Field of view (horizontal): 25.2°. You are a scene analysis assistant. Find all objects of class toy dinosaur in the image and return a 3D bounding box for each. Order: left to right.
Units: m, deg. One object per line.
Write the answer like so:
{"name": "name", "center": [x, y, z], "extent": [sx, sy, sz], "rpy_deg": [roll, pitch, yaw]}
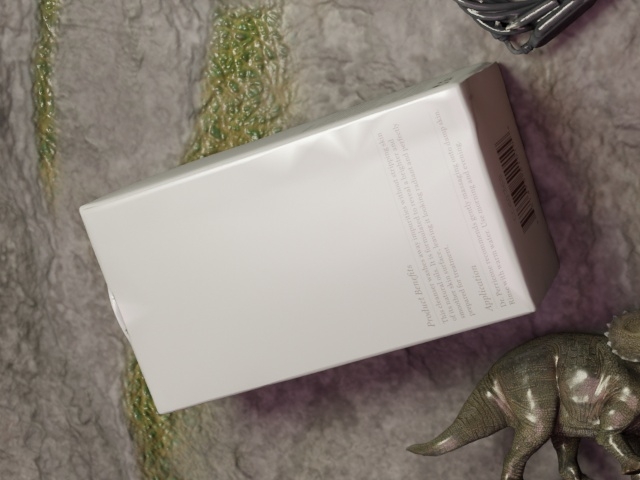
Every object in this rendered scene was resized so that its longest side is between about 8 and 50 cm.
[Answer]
{"name": "toy dinosaur", "center": [0.232, 0.145, 1.311], "extent": [0.313, 0.121, 0.160], "rpy_deg": [-16, 69, 31]}

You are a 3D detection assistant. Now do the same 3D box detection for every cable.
{"name": "cable", "center": [0.192, -0.263, 1.244], "extent": [0.184, 0.047, 0.150], "rpy_deg": [-41, 84, 24]}

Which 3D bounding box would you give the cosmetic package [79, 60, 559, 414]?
{"name": "cosmetic package", "center": [0.000, 0.000, 1.314], "extent": [0.385, 0.156, 0.217], "rpy_deg": [-15, 99, 22]}

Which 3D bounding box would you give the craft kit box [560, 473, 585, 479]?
{"name": "craft kit box", "center": [0.186, 0.378, 1.408], "extent": [0.249, 0.061, 0.247], "rpy_deg": [-20, 95, 22]}
